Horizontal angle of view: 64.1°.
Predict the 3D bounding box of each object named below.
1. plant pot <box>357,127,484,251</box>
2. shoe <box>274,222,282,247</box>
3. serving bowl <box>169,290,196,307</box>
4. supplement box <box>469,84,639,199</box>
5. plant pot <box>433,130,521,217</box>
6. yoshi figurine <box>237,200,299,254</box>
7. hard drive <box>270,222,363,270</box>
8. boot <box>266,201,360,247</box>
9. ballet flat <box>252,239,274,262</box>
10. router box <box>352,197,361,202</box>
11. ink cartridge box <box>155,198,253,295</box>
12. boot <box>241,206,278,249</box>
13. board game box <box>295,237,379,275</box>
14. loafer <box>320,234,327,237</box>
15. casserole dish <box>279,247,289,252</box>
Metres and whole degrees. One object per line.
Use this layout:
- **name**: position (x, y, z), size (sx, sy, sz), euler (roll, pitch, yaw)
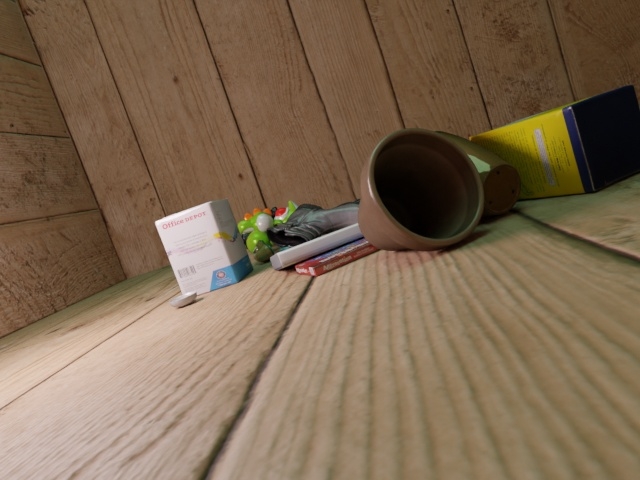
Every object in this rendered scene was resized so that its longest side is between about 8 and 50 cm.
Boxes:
- **plant pot**: position (0.191, -0.079, 1.135), size (0.263, 0.263, 0.229), euler (-22, -12, -21)
- **shoe**: position (-0.132, -0.019, 1.925), size (0.058, 0.077, 0.219), euler (-24, -16, -8)
- **serving bowl**: position (-0.405, 0.179, 1.521), size (0.083, 0.027, 0.083), euler (-19, 7, 2)
- **supplement box**: position (0.574, -0.222, 1.265), size (0.194, 0.195, 0.356), euler (-21, 7, -18)
- **plant pot**: position (0.358, -0.146, 1.263), size (0.237, 0.237, 0.254), euler (-21, 21, -20)
- **yoshi figurine**: position (-0.171, -0.027, 2.194), size (0.362, 0.204, 0.203), euler (-6, 45, -9)
- **hard drive**: position (0.031, 0.004, 1.522), size (0.353, 0.047, 0.233), euler (-20, -1, -12)
- **boot**: position (0.006, -0.035, 1.713), size (0.338, 0.118, 0.222), euler (-1, 25, 31)
- **ballet flat**: position (-0.229, 0.043, 1.965), size (0.073, 0.080, 0.232), euler (-35, 7, -8)
- **router box**: position (0.237, -0.154, 2.212), size (0.243, 0.081, 0.309), euler (-16, 7, 26)
- **ink cartridge box**: position (-0.379, 0.020, 1.700), size (0.198, 0.270, 0.197), euler (-18, 6, 10)
- **boot**: position (-0.266, -0.040, 2.360), size (0.207, 0.094, 0.246), euler (-19, -30, -3)
- **board game box**: position (0.083, 0.029, 1.352), size (0.281, 0.027, 0.145), euler (-22, 8, -21)
- **loafer**: position (0.000, 0.000, 1.788), size (0.125, 0.039, 0.045), euler (-24, 7, -38)
- **casserole dish**: position (-0.075, 0.020, 1.862), size (0.188, 0.037, 0.114), euler (-20, 6, 1)
